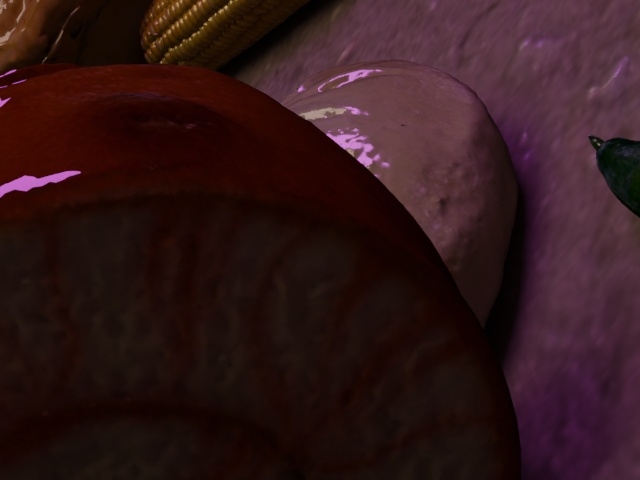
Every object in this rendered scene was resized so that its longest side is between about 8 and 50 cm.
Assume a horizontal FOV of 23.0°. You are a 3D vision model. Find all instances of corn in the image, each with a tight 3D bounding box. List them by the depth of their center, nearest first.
[{"bbox_3d":[-0.049,-0.190,1.127,0.248,0.081,0.081,-29,41,50],"label":"corn"}]

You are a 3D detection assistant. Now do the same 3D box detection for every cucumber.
[{"bbox_3d":[0.149,-0.014,0.621,0.037,0.037,0.155,-58,27,10],"label":"cucumber"}]

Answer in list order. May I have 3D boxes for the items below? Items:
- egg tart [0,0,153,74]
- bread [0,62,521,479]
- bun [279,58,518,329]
[{"bbox_3d":[-0.205,-0.236,1.347,0.443,0.178,0.443,-46,26,30],"label":"egg tart"},{"bbox_3d":[-0.074,0.090,0.622,0.295,0.328,0.114,-19,32,-4],"label":"bread"},{"bbox_3d":[0.000,0.000,0.786,0.222,0.127,0.222,-42,35,38],"label":"bun"}]
